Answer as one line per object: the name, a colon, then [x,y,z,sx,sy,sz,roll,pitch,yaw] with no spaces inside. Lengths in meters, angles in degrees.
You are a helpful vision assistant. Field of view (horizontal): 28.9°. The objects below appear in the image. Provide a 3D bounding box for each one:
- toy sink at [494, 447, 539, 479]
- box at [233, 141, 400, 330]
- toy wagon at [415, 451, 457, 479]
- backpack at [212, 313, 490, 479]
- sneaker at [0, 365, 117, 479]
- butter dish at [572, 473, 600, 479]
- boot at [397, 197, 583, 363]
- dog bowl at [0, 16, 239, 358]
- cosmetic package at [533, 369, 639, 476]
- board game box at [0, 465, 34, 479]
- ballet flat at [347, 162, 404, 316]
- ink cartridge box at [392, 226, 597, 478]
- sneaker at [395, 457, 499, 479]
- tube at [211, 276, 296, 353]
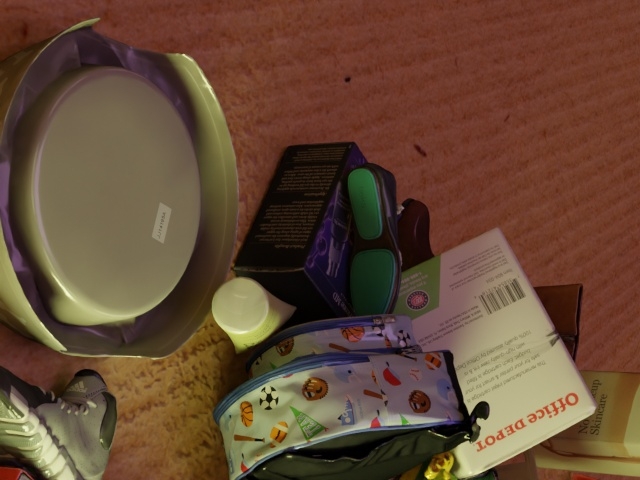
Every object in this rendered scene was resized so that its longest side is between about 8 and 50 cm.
toy sink: [0.292,0.448,1.968,0.234,0.131,0.153,-78,157,-69]
box: [0.000,0.000,1.581,0.153,0.108,0.207,53,47,-43]
toy wagon: [0.104,0.414,1.605,0.344,0.068,0.267,-64,173,27]
backpack: [0.012,0.206,1.456,0.263,0.276,0.213,-6,60,-37]
sneaker: [-0.266,0.161,1.211,0.229,0.086,0.132,70,32,-43]
butter dish: [0.506,0.538,2.333,0.118,0.160,0.160,-14,102,-32]
boot: [0.230,0.070,1.767,0.096,0.280,0.264,21,71,-61]
dog bowl: [-0.225,-0.046,1.247,0.348,0.102,0.349,-1,91,-57]
cosmetic package: [0.513,0.320,2.186,0.129,0.296,0.153,52,47,-41]
board game box: [-0.301,0.407,1.154,0.242,0.064,0.317,56,46,-40]
ballet flat: [0.074,0.005,1.534,0.074,0.074,0.203,-7,93,-57]
ink cartridge box: [0.206,0.151,1.642,0.198,0.115,0.273,-25,79,-13]
sneaker: [0.220,0.349,1.876,0.343,0.146,0.134,-59,135,-40]
tube: [-0.073,0.089,1.406,0.240,0.070,0.062,72,22,-79]
